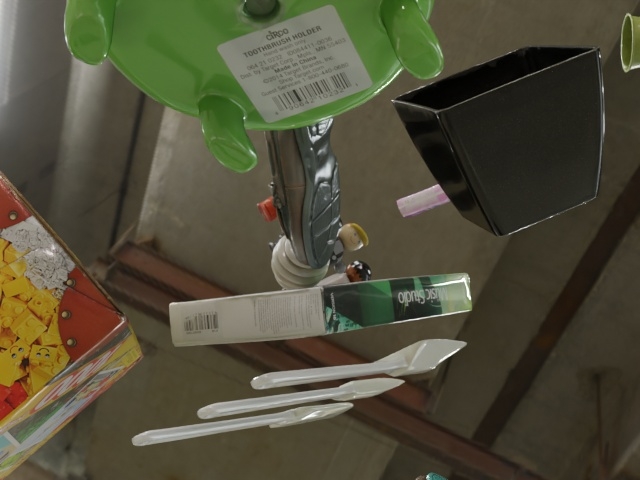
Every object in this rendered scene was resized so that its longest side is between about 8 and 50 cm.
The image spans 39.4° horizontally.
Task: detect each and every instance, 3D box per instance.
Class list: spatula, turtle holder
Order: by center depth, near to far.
[{"bbox_3d":[-0.071,-0.224,0.609,0.320,0.227,0.243,21,-44,-33],"label":"turtle holder"},{"bbox_3d":[-0.008,0.114,0.677,0.168,0.242,0.019,-29,-112,33],"label":"spatula"}]

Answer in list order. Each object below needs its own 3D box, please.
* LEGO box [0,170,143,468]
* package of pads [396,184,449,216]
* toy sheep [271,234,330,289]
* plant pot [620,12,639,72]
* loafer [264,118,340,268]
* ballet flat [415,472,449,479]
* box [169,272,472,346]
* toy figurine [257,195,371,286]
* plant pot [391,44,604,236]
[{"bbox_3d":[-0.405,0.164,0.992,0.193,0.372,0.500,48,-14,2],"label":"LEGO box"},{"bbox_3d":[0.167,-0.064,1.437,0.083,0.050,0.032,-21,-98,15],"label":"package of pads"},{"bbox_3d":[-0.028,0.024,1.270,0.091,0.091,0.132,27,-40,6],"label":"toy sheep"},{"bbox_3d":[0.479,-0.284,1.283,0.079,0.083,0.083,0,-61,8],"label":"plant pot"},{"bbox_3d":[-0.029,-0.092,1.144,0.084,0.096,0.267,11,-59,25],"label":"loafer"},{"bbox_3d":[0.199,0.383,1.053,0.316,0.107,0.106,37,-81,-26],"label":"ballet flat"},{"bbox_3d":[0.010,0.083,1.104,0.232,0.322,0.058,-8,-93,38],"label":"box"},{"bbox_3d":[0.000,0.000,1.638,0.209,0.148,0.213,53,-14,35],"label":"toy figurine"},{"bbox_3d":[0.213,-0.111,1.020,0.188,0.187,0.167,-21,-75,-6],"label":"plant pot"}]
